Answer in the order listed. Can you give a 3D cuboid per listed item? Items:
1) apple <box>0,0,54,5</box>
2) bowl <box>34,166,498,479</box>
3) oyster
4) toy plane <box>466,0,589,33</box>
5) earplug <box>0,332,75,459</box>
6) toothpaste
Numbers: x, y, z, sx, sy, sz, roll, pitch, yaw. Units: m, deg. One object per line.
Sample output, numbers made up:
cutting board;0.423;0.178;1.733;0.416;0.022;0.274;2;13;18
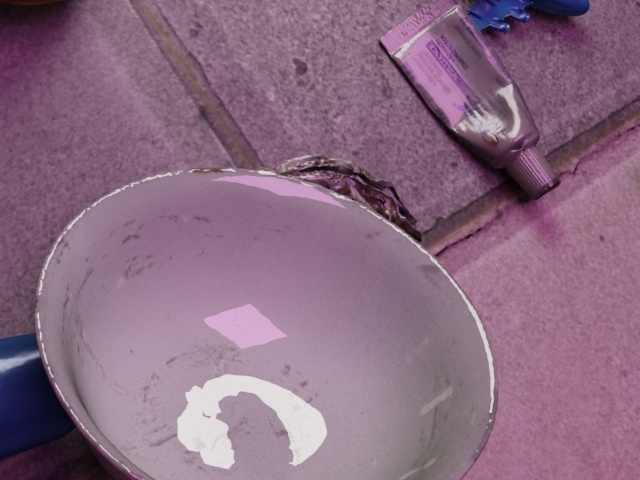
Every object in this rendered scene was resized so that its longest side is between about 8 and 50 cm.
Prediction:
apple;-0.309;-0.361;1.256;0.241;0.242;0.242;14;66;-21
bowl;-0.067;0.144;1.151;0.435;0.196;0.435;12;40;-11
oyster;0.000;0.000;1.344;0.198;0.112;0.267;-44;101;-9
toy plane;0.242;-0.358;1.583;0.271;0.105;0.254;19;78;-12
earplug;-0.341;0.157;1.113;0.273;0.132;0.132;-12;77;-31
toothpaste;0.201;-0.173;1.510;0.099;0.068;0.282;-35;87;-32
